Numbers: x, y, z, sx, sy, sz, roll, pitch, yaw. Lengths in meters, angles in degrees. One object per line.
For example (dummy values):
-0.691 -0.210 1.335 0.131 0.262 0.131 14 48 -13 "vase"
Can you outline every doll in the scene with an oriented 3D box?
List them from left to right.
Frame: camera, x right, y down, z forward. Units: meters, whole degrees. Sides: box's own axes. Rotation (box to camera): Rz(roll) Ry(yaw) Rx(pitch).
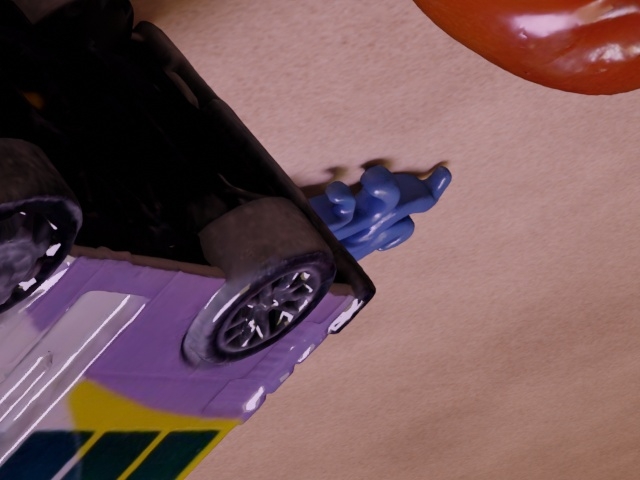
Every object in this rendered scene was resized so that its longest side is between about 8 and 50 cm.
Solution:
0.000 0.000 1.321 0.206 0.067 0.110 -25 147 -22 "doll"

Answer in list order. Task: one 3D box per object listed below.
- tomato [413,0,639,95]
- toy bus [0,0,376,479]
0.142 -0.184 0.850 0.259 0.180 0.260 -21 159 -8 "tomato"
-0.196 0.005 0.844 0.249 0.209 0.440 -46 157 16 "toy bus"
